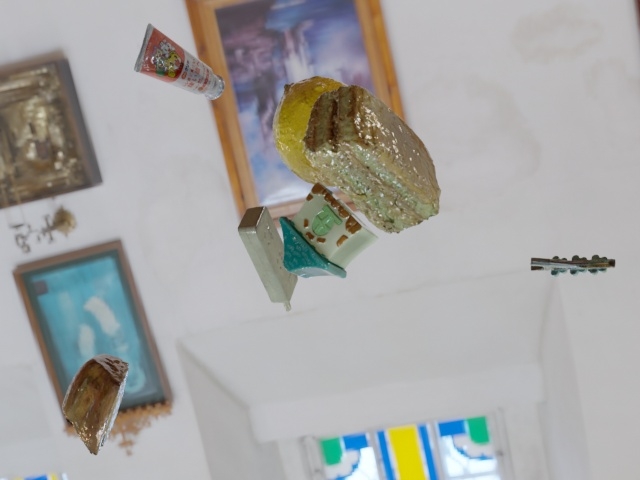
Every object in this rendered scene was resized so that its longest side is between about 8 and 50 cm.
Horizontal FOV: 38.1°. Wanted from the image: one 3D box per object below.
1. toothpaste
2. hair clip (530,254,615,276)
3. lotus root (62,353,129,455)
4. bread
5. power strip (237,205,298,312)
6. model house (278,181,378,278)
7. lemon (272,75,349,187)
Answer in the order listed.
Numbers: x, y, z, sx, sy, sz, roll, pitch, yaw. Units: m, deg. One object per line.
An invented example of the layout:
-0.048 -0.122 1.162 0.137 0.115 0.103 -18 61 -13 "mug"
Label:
-0.263 -0.321 1.722 0.057 0.089 0.234 15 178 30 "toothpaste"
0.508 0.047 1.866 0.173 0.049 0.049 0 -164 29 "hair clip"
-0.384 0.261 1.586 0.095 0.135 0.159 18 -156 -12 "lotus root"
0.071 -0.112 1.241 0.102 0.196 0.138 -31 -145 24 "bread"
-0.112 0.055 2.164 0.053 0.288 0.093 -7 -141 22 "power strip"
0.000 0.000 1.567 0.149 0.127 0.100 -47 156 8 "model house"
0.008 -0.201 1.725 0.192 0.231 0.192 -42 174 -6 "lemon"
